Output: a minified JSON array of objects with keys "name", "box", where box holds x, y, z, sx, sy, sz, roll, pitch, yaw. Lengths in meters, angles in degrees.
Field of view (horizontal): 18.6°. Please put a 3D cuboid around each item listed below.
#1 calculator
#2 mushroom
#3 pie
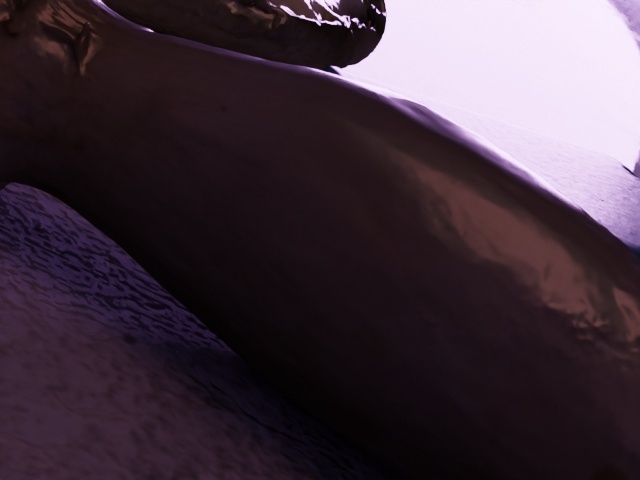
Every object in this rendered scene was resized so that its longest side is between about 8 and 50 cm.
[{"name":"calculator","box":[0.104,-0.015,1.011,0.293,0.051,0.173,13,23,-38]},{"name":"mushroom","box":[0.000,0.000,0.737,0.350,0.128,0.128,28,19,10]},{"name":"pie","box":[-0.109,-0.195,1.150,0.337,0.075,0.337,27,24,-13]}]
